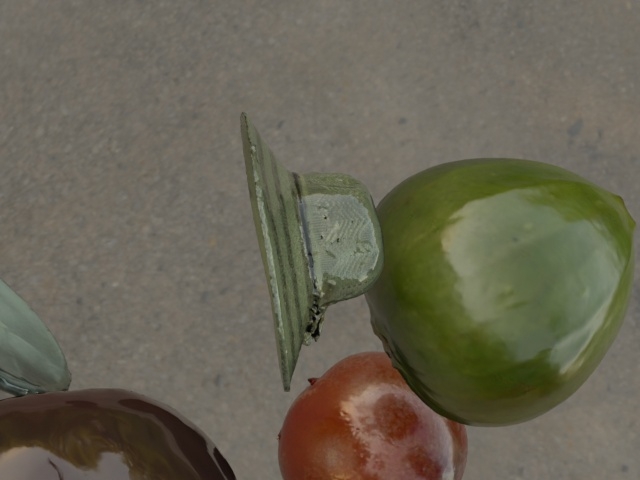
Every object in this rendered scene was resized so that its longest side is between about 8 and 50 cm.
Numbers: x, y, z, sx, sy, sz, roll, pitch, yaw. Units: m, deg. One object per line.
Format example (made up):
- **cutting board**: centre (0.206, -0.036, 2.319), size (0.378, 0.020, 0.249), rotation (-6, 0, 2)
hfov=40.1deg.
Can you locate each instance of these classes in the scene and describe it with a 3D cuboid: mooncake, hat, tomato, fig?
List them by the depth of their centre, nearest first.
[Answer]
- **mooncake**: centre (-0.191, 0.247, 0.573), size (0.334, 0.174, 0.326), rotation (-30, 142, 6)
- **hat**: centre (0.000, 0.000, 0.766), size (0.110, 0.252, 0.251), rotation (-9, 90, -5)
- **fig**: centre (0.202, 0.038, 0.956), size (0.316, 0.316, 0.316), rotation (3, 84, -30)
- **tomato**: centre (0.082, 0.292, 1.228), size (0.265, 0.265, 0.264), rotation (3, 84, -30)

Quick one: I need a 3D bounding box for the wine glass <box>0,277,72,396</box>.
- **wine glass**: centre (-0.422, 0.194, 0.723), size (0.267, 0.267, 0.406), rotation (42, 93, -20)
